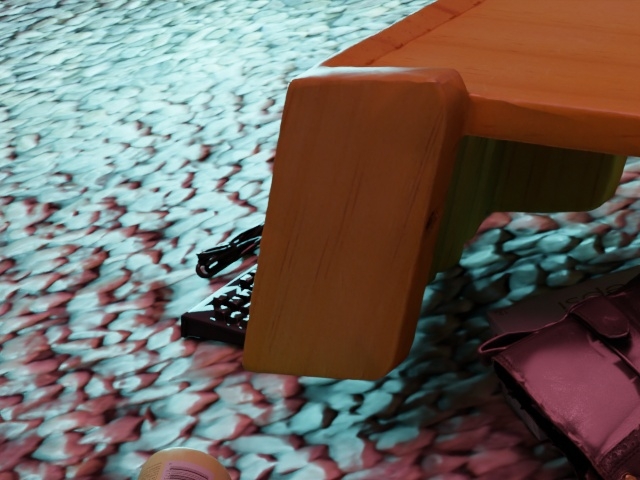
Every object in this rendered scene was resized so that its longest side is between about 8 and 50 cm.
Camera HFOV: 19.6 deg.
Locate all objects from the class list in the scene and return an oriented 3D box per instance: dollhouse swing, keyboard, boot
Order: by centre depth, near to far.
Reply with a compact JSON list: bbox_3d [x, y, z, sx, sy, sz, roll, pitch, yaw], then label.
[{"bbox_3d":[0.252,0.092,1.107,0.229,0.091,0.263,-39,55,-15],"label":"boot"},{"bbox_3d":[0.183,-0.034,1.264,0.305,0.315,0.347,24,32,23],"label":"dollhouse swing"},{"bbox_3d":[0.000,0.000,1.532,0.201,0.033,0.317,7,29,39],"label":"keyboard"}]

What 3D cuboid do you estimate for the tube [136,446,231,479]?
[{"bbox_3d":[-0.101,0.213,1.060,0.070,0.062,0.240,-51,12,28],"label":"tube"}]

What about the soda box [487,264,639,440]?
[{"bbox_3d":[0.226,0.058,1.224,0.216,0.069,0.074,-17,23,-9],"label":"soda box"}]
